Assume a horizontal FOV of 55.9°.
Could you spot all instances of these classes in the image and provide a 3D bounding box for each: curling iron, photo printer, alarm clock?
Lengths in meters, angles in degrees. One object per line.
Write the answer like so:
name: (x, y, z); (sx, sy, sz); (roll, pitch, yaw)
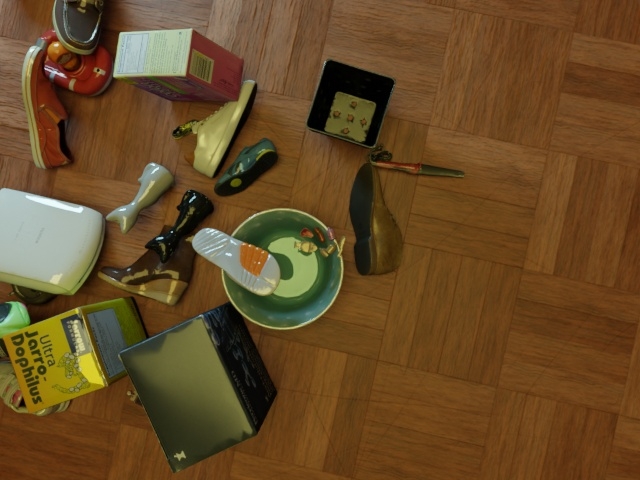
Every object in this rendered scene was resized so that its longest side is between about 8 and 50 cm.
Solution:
curling iron: (0.260, -0.210, 1.649); (0.274, 0.035, 0.068); (13, 77, 1)
photo printer: (-0.751, 0.007, 1.623); (0.308, 0.107, 0.256); (14, 66, 3)
alarm clock: (-0.777, 0.103, 1.682); (0.192, 0.064, 0.129); (-32, 88, -2)

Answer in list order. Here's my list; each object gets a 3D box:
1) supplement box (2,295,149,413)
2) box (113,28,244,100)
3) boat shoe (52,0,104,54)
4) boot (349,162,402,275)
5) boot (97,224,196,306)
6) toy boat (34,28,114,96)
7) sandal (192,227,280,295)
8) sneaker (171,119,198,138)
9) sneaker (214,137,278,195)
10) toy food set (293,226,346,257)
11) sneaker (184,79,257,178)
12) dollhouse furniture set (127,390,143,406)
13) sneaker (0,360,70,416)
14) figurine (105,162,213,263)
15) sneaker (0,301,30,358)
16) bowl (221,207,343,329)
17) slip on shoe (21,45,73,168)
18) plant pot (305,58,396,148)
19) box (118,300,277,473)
supplement box: (-0.589, 0.273, 1.521); (0.195, 0.356, 0.194); (-21, 88, 2)
box: (-0.362, -0.444, 1.554); (0.243, 0.213, 0.117); (9, 89, 28)
boat shoe: (-0.631, -0.660, 1.603); (0.123, 0.123, 0.342); (12, 65, -29)
boot: (0.154, -0.057, 1.641); (0.115, 0.112, 0.305); (0, 84, -27)
boot: (-0.469, 0.054, 1.672); (0.248, 0.090, 0.206); (17, 77, 5)
toy boat: (-0.686, -0.493, 1.640); (0.231, 0.151, 0.151); (22, 90, 3)
sandal: (-0.199, 0.052, 1.495); (0.265, 0.076, 0.102); (31, 75, 24)
sneaker: (-0.378, -0.310, 1.682); (0.083, 0.035, 0.031); (-34, 89, 1)
sneaker: (-0.212, -0.204, 1.667); (0.209, 0.069, 0.082); (-37, 55, 10)
toy food set: (0.000, 0.000, 1.509); (0.122, 0.019, 0.078); (17, 89, 10)
sneaker: (-0.278, -0.323, 1.642); (0.123, 0.106, 0.290); (29, 92, 0)
dollhouse furniture set: (-0.483, 0.409, 1.688); (0.081, 0.091, 0.114); (5, 61, 41)
sneaker: (-0.822, 0.406, 1.651); (0.252, 0.111, 0.103); (18, 90, 3)
figurine: (-0.434, -0.073, 1.618); (0.215, 0.092, 0.209); (35, 68, 3)
sneaker: (-0.942, 0.258, 1.557); (0.483, 0.202, 0.185); (-23, 78, 34)
bowl: (-0.095, 0.073, 1.600); (0.312, 0.163, 0.311); (0, 89, 2)
slip on shoe: (-0.732, -0.353, 1.624); (0.101, 0.123, 0.331); (-2, 116, -10)
plant pot: (0.079, -0.346, 1.598); (0.187, 0.167, 0.188); (17, 91, 2)
box: (-0.279, 0.334, 1.488); (0.212, 0.395, 0.293); (-25, 89, 2)
